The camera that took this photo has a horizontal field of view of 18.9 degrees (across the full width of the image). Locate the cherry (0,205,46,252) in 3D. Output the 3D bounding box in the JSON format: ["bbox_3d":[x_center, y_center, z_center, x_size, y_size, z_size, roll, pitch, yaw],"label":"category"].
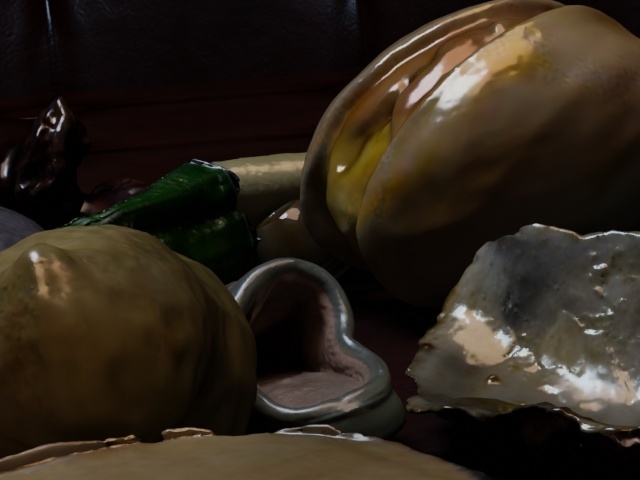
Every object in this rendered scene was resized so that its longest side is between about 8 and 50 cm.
[{"bbox_3d":[-0.224,0.056,1.160,0.176,0.140,0.176,-3,38,2],"label":"cherry"}]

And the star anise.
[{"bbox_3d":[-0.200,0.010,1.299,0.190,0.220,0.126,26,35,-18],"label":"star anise"}]

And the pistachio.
[{"bbox_3d":[0.144,-0.064,1.412,0.309,0.230,0.230,-24,17,-18],"label":"pistachio"}]

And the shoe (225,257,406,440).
[{"bbox_3d":[-0.034,0.060,1.155,0.103,0.100,0.251,-11,15,-27],"label":"shoe"}]

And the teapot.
[{"bbox_3d":[0.000,0.000,1.482,0.110,0.080,0.085,-41,11,-27],"label":"teapot"}]

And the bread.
[{"bbox_3d":[-0.006,-0.025,1.541,0.178,0.139,0.060,-5,56,-14],"label":"bread"}]

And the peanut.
[{"bbox_3d":[-0.100,0.069,0.955,0.148,0.147,0.319,-4,-5,2],"label":"peanut"}]

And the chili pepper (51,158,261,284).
[{"bbox_3d":[-0.118,0.014,1.154,0.059,0.088,0.227,-15,6,29],"label":"chili pepper"}]

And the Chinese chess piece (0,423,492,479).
[{"bbox_3d":[-0.051,0.146,0.696,0.257,0.104,0.257,-3,11,1],"label":"Chinese chess piece"}]

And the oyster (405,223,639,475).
[{"bbox_3d":[0.201,0.081,1.016,0.396,0.111,0.204,5,31,36],"label":"oyster"}]

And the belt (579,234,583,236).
[{"bbox_3d":[0.247,0.032,1.291,0.100,0.065,0.179,-1,5,-45],"label":"belt"}]
